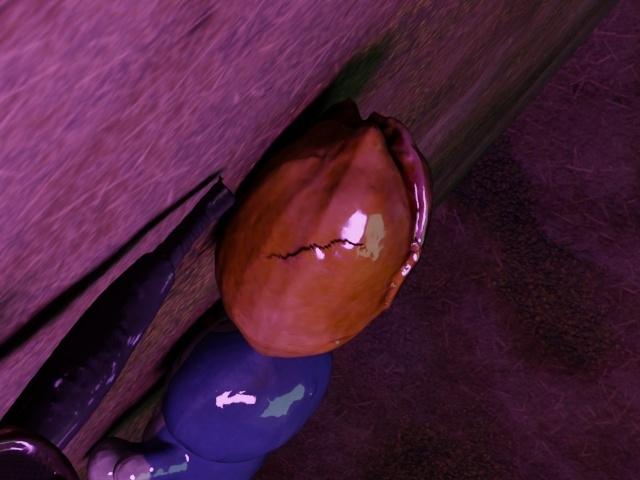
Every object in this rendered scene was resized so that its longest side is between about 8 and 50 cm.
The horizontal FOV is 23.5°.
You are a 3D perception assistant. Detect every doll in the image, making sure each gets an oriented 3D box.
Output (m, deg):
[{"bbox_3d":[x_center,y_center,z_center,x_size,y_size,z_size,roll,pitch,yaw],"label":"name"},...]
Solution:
[{"bbox_3d":[-0.094,0.153,1.467,0.228,0.154,0.258,-37,163,-41],"label":"doll"}]

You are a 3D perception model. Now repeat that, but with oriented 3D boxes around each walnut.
[{"bbox_3d":[0.000,0.000,1.070,0.137,0.137,0.245,-42,173,-39],"label":"walnut"}]

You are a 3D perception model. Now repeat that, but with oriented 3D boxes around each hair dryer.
[{"bbox_3d":[-0.152,0.095,0.867,0.359,0.120,0.304,-54,-172,-37],"label":"hair dryer"}]
